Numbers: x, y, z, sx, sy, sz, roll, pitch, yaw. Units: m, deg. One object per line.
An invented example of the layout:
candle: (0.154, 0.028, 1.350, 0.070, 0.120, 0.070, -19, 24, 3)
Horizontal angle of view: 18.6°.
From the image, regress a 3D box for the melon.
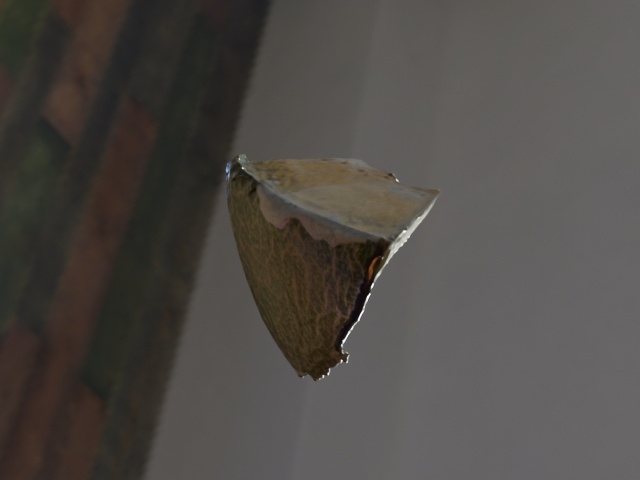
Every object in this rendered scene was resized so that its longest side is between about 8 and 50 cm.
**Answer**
melon: (-0.005, -0.001, 1.180, 0.093, 0.139, 0.202, -39, 171, -31)
